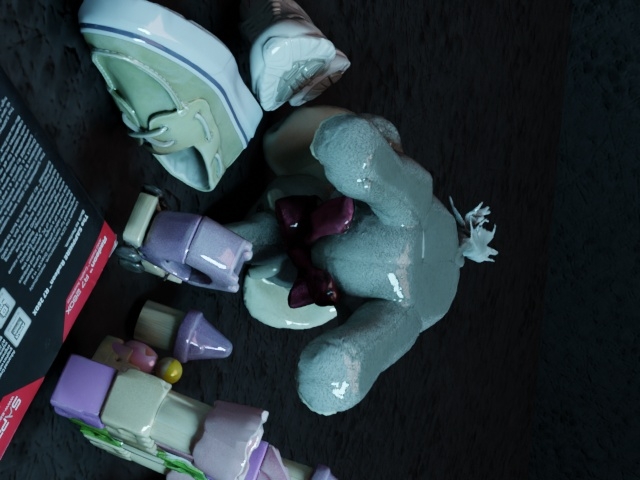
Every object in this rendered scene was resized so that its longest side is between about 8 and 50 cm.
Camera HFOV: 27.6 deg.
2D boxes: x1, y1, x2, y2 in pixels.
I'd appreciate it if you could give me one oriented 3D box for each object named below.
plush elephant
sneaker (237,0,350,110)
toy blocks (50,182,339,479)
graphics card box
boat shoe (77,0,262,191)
[{"bbox_3d":[0.000,0.000,1.327,0.330,0.255,0.271,-11,104,-57],"label":"plush elephant"},{"bbox_3d":[-0.045,-0.192,1.256,0.090,0.115,0.232,-39,178,6],"label":"sneaker"},{"bbox_3d":[-0.077,0.169,1.103,0.288,0.260,0.308,93,16,-72],"label":"toy blocks"},{"bbox_3d":[-0.275,-0.011,0.830,0.232,0.094,0.371,-65,156,-24],"label":"graphics card box"},{"bbox_3d":[-0.124,-0.118,1.113,0.302,0.109,0.094,43,66,-68],"label":"boat shoe"}]
